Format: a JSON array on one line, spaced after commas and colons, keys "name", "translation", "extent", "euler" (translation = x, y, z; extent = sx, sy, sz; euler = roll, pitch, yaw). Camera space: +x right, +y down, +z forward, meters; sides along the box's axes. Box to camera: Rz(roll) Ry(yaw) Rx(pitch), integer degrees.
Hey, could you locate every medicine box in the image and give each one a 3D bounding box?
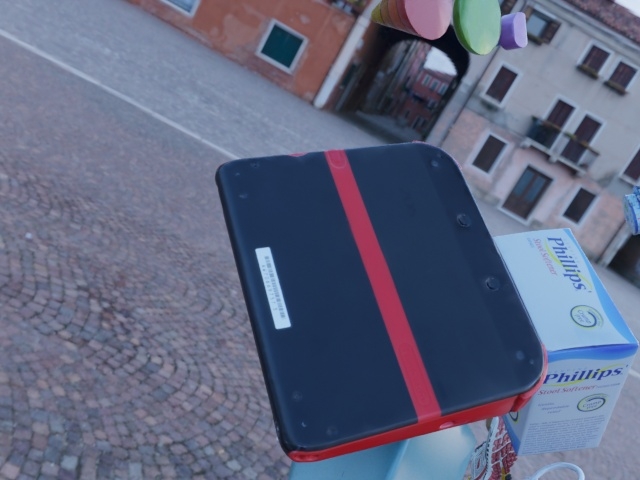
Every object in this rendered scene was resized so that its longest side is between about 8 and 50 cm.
[{"name": "medicine box", "translation": [0.382, 0.173, 1.101], "extent": [0.149, 0.289, 0.263], "euler": [-7, 41, -2]}]

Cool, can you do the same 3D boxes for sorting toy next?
[{"name": "sorting toy", "translation": [0.225, -0.392, 1.153], "extent": [0.365, 0.127, 0.126], "euler": [-4, 6, -42]}]

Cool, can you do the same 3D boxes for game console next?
[{"name": "game console", "translation": [0.071, 0.046, 0.794], "extent": [0.342, 0.060, 0.386], "euler": [-9, 61, -17]}]

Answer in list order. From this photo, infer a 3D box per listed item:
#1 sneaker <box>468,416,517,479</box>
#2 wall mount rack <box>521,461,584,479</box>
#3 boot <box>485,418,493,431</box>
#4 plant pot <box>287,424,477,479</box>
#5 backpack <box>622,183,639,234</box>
[{"name": "sneaker", "translation": [0.365, 0.465, 1.395], "extent": [0.088, 0.225, 0.093], "euler": [-5, 24, -31]}, {"name": "wall mount rack", "translation": [0.403, 0.606, 1.364], "extent": [0.304, 0.350, 0.130], "euler": [-5, -70, 66]}, {"name": "boot", "translation": [0.440, 0.337, 1.412], "extent": [0.115, 0.305, 0.112], "euler": [20, 42, -15]}, {"name": "plant pot", "translation": [0.063, 0.297, 0.796], "extent": [0.165, 0.234, 0.166], "euler": [-5, -49, 37]}, {"name": "backpack", "translation": [0.666, -0.052, 1.305], "extent": [0.105, 0.084, 0.114], "euler": [38, 35, -64]}]
